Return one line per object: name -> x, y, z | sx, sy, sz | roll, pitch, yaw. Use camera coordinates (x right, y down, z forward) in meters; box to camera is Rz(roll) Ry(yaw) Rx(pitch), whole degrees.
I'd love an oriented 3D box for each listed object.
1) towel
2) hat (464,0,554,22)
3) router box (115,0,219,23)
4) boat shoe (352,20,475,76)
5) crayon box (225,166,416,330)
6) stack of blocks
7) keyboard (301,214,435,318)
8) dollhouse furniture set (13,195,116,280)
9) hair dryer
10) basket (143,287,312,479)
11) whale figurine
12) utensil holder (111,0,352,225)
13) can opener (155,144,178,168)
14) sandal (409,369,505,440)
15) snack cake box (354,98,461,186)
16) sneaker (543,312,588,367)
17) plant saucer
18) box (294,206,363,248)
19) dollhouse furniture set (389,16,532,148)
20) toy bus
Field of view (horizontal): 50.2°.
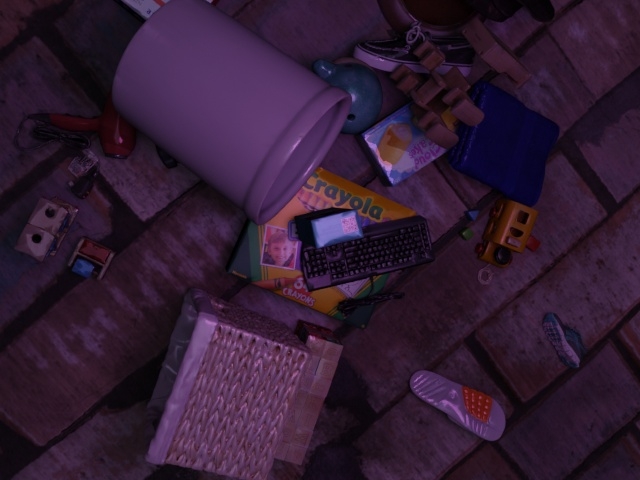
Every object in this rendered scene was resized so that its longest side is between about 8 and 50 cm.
towel -> 0.448, -0.231, 1.670 | 0.308, 0.076, 0.227 | 19, 87, -37
hat -> 0.392, -0.609, 1.588 | 0.331, 0.331, 0.134 | 46, 129, -10
router box -> -0.364, -0.655, 1.535 | 0.335, 0.082, 0.301 | 38, 88, -11
boat shoe -> 0.230, -0.460, 1.626 | 0.307, 0.113, 0.104 | 4, 124, -11
crayon box -> 0.000, 0.000, 1.642 | 0.363, 0.106, 0.313 | 24, 90, -11
stack of blocks -> -0.049, 0.355, 1.631 | 0.087, 0.171, 0.297 | 19, 92, -11
keyboard -> 0.119, 0.067, 1.603 | 0.317, 0.033, 0.201 | -13, 97, -10
dollhouse furniture set -> -0.554, -0.003, 1.532 | 0.184, 0.129, 0.128 | 27, 90, -10
hair dryer -> -0.525, -0.260, 1.541 | 0.293, 0.080, 0.223 | -45, 100, -4
basket -> -0.215, 0.311, 1.525 | 0.267, 0.328, 0.331 | 19, 91, -15
whale figurine -> 0.011, -0.314, 1.579 | 0.272, 0.141, 0.216 | -9, 135, -2
utensil holder -> -0.183, -0.272, 1.418 | 0.386, 0.327, 0.327 | 36, 88, 6
can opener -> -0.363, -0.261, 1.580 | 0.073, 0.059, 0.186 | -23, 99, -7
sandal -> 0.352, 0.418, 1.764 | 0.265, 0.076, 0.102 | 30, 74, 9
snack cake box -> 0.236, -0.263, 1.672 | 0.264, 0.089, 0.152 | -34, 99, -6
sneaker -> 0.653, 0.254, 1.812 | 0.076, 0.065, 0.166 | -36, 103, -22
plant saucer -> 0.289, -0.632, 1.672 | 0.311, 0.050, 0.310 | -1, 94, -10
box -> 0.012, -0.031, 1.464 | 0.101, 0.244, 0.060 | -14, 96, -9
dollhouse furniture set -> 0.318, -0.348, 1.532 | 0.242, 0.212, 0.161 | -42, 141, 26
toy bus -> 0.471, -0.005, 1.727 | 0.191, 0.104, 0.202 | -25, 98, -7
